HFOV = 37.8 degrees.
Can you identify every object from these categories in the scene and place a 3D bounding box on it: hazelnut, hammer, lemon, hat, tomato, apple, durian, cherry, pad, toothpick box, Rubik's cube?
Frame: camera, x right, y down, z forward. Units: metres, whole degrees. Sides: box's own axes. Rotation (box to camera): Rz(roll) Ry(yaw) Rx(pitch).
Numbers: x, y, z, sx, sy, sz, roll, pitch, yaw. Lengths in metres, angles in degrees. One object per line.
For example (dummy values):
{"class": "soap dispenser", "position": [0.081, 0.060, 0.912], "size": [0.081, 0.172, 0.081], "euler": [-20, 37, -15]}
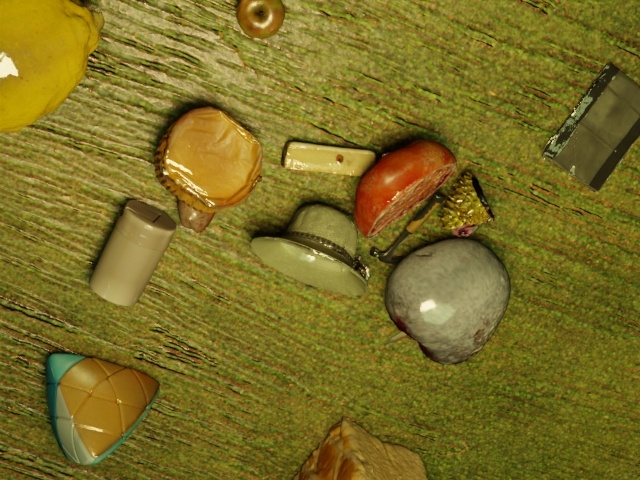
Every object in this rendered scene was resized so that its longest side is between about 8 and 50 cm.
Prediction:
{"class": "hazelnut", "position": [-0.244, -0.059, 1.825], "size": [0.086, 0.086, 0.086], "euler": [-4, 114, -9]}
{"class": "hammer", "position": [0.191, -0.023, 1.931], "size": [0.078, 0.021, 0.201], "euler": [25, 121, -29]}
{"class": "lemon", "position": [-0.541, -0.315, 1.555], "size": [0.316, 0.285, 0.286], "euler": [-43, 124, -39]}
{"class": "hat", "position": [0.000, 0.000, 1.853], "size": [0.257, 0.257, 0.130], "euler": [29, 74, -21]}
{"class": "tomato", "position": [0.151, -0.111, 1.824], "size": [0.236, 0.237, 0.095], "euler": [-40, 77, 7]}
{"class": "apple", "position": [-0.110, -0.412, 1.700], "size": [0.089, 0.074, 0.090], "euler": [-3, 112, -8]}
{"class": "durian", "position": [0.283, -0.067, 1.895], "size": [0.108, 0.186, 0.119], "euler": [-26, 88, 13]}
{"class": "cherry", "position": [0.256, 0.125, 1.929], "size": [0.296, 0.218, 0.255], "euler": [-44, 115, -3]}
{"class": "pad", "position": [0.587, -0.228, 1.945], "size": [0.174, 0.022, 0.233], "euler": [31, 103, -21]}
{"class": "toothpick box", "position": [-0.365, 0.024, 1.819], "size": [0.111, 0.111, 0.181], "euler": [24, 108, -19]}
{"class": "Rubik's cube", "position": [-0.468, 0.391, 1.901], "size": [0.254, 0.254, 0.255], "euler": [-4, 114, -9]}

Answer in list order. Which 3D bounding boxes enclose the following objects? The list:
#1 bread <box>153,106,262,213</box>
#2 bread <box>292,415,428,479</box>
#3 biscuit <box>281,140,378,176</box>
{"class": "bread", "position": [-0.213, -0.147, 1.757], "size": [0.199, 0.104, 0.199], "euler": [1, 88, -22]}
{"class": "bread", "position": [0.060, 0.645, 2.031], "size": [0.279, 0.390, 0.371], "euler": [35, 105, -14]}
{"class": "biscuit", "position": [0.018, -0.161, 1.847], "size": [0.187, 0.052, 0.056], "euler": [4, 100, -14]}
